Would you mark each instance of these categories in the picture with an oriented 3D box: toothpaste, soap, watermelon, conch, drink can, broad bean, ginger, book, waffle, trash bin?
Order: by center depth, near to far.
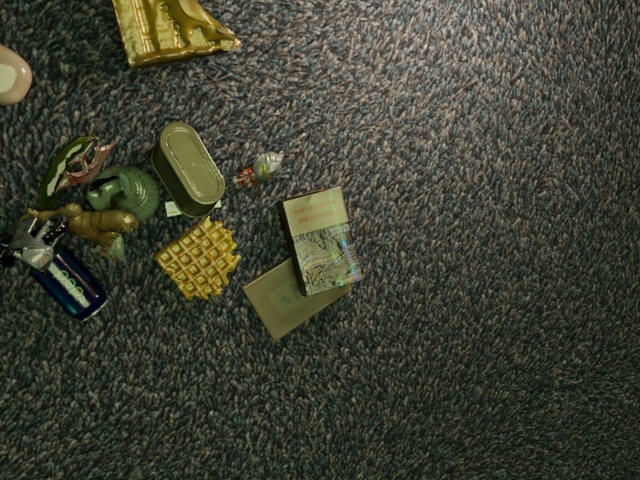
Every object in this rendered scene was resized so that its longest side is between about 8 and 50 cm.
[{"bbox_3d":[-0.400,-0.648,1.524,0.304,0.169,0.339,-16,106,-17],"label":"soap"},{"bbox_3d":[-0.648,-0.044,1.551,0.333,0.148,0.081,6,63,-2],"label":"ginger"},{"bbox_3d":[-0.357,-0.186,1.554,0.121,0.247,0.243,-32,95,-18],"label":"trash bin"},{"bbox_3d":[-0.697,-0.190,1.557,0.065,0.046,0.255,34,85,-35],"label":"broad bean"},{"bbox_3d":[-0.529,-0.143,1.576,0.172,0.131,0.200,7,137,3],"label":"conch"},{"bbox_3d":[-0.684,0.118,1.577,0.118,0.118,0.205,-39,109,-10],"label":"drink can"},{"bbox_3d":[-0.584,0.020,1.624,0.085,0.061,0.085,-9,118,-17],"label":"watermelon"},{"bbox_3d":[-0.374,-0.107,1.695,0.164,0.034,0.046,-12,103,-18],"label":"toothpaste"},{"bbox_3d":[-0.342,0.067,1.725,0.229,0.057,0.219,-36,110,-12],"label":"waffle"},{"bbox_3d":[-0.071,0.155,1.859,0.310,0.021,0.217,-32,109,-12],"label":"book"}]

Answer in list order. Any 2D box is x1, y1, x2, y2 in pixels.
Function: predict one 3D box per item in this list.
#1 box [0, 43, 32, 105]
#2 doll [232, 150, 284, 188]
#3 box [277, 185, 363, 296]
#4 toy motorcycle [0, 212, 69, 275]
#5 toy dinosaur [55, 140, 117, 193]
[{"bbox_3d":[-0.833,-0.427,1.444,0.200,0.088,0.146,27,91,-23],"label":"box"},{"bbox_3d":[-0.182,-0.211,1.732,0.180,0.079,0.094,-33,137,-5],"label":"doll"},{"bbox_3d":[0.000,0.000,1.804,0.198,0.084,0.311,-16,97,-16],"label":"box"},{"bbox_3d":[-0.758,0.023,1.469,0.270,0.159,0.106,-19,140,18],"label":"toy motorcycle"},{"bbox_3d":[-0.630,-0.196,1.565,0.220,0.032,0.108,-50,136,-26],"label":"toy dinosaur"}]
